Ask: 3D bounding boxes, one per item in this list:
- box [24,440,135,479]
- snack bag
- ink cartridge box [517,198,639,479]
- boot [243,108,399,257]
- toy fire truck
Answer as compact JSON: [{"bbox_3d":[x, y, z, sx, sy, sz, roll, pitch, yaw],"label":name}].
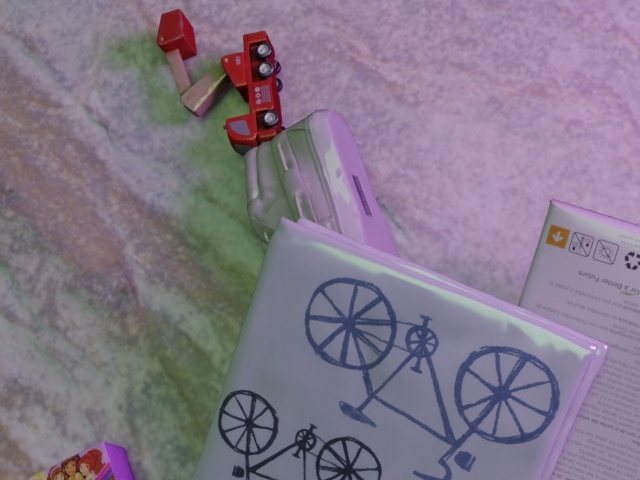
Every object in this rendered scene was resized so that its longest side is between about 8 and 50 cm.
[{"bbox_3d":[-0.299,0.354,0.903,0.293,0.057,0.201,-27,67,3],"label":"box"},{"bbox_3d":[0.051,0.189,0.852,0.323,0.037,0.343,22,97,18],"label":"snack bag"},{"bbox_3d":[0.305,0.153,0.814,0.303,0.072,0.307,19,101,18],"label":"ink cartridge box"},{"bbox_3d":[0.000,0.000,0.955,0.123,0.095,0.258,-24,69,23],"label":"boot"},{"bbox_3d":[-0.114,-0.180,1.054,0.135,0.047,0.192,-10,70,10],"label":"toy fire truck"}]
